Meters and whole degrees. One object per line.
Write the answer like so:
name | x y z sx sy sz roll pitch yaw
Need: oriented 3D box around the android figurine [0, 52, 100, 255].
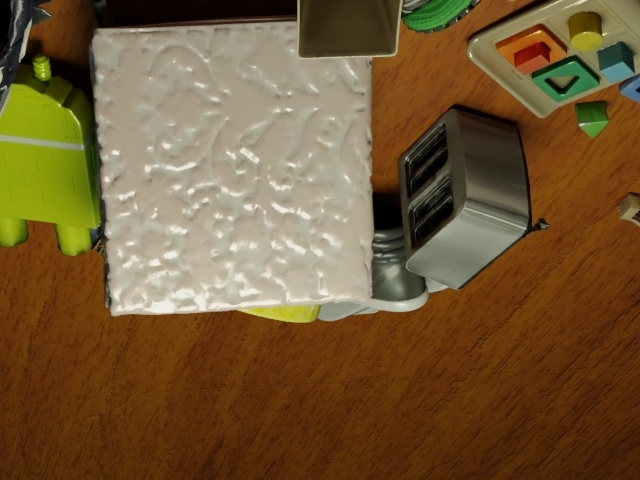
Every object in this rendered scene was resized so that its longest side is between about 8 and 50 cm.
android figurine | -0.343 -0.104 1.813 0.248 0.056 0.273 6 129 12

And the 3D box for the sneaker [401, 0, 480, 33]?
sneaker | 0.148 -0.336 1.546 0.146 0.134 0.343 39 147 1

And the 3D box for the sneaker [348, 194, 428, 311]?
sneaker | 0.000 0.000 2.054 0.295 0.104 0.147 7 120 18

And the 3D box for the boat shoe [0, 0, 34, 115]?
boat shoe | -0.369 -0.191 1.580 0.127 0.158 0.340 10 129 -14

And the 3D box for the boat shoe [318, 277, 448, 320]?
boat shoe | 0.111 0.047 2.136 0.267 0.096 0.088 -26 170 22

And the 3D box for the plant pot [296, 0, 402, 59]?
plant pot | 0.026 -0.265 1.634 0.109 0.096 0.109 -2 148 -3

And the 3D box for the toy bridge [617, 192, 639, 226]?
toy bridge | 0.493 -0.026 2.120 0.188 0.026 0.063 8 147 -18

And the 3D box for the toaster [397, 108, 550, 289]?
toaster | 0.180 -0.054 1.911 0.110 0.168 0.185 16 143 -27

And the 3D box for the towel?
towel | -0.094 -0.084 1.726 0.317 0.053 0.332 -4 103 -13

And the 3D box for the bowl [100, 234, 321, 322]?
bowl | -0.113 -0.024 1.906 0.289 0.289 0.156 16 99 -28

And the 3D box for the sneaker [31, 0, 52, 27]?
sneaker | -0.372 -0.225 1.691 0.089 0.051 0.170 23 134 -29

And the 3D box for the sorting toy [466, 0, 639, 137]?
sorting toy | 0.295 -0.215 1.787 0.196 0.047 0.347 -26 141 30

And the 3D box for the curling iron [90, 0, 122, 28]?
curling iron | -0.206 -0.191 1.771 0.068 0.035 0.274 23 155 30

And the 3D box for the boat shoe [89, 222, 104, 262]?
boat shoe | -0.274 0.003 2.023 0.183 0.083 0.065 18 141 -30
